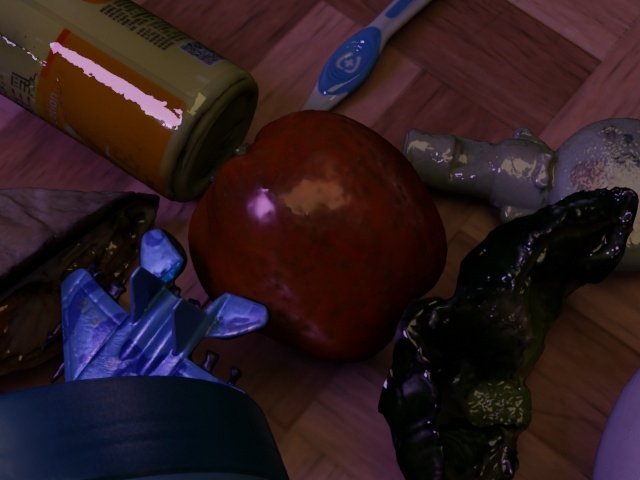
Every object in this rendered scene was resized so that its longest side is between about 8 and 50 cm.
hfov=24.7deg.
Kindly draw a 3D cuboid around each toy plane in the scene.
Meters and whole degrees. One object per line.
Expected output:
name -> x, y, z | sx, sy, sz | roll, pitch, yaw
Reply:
toy plane -> -0.143, 0.119, 0.987 | 0.169, 0.078, 0.246 | 34, 96, 23

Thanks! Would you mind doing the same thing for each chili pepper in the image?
chili pepper -> 0.116, 0.076, 1.033 | 0.116, 0.148, 0.264 | 27, 65, 7

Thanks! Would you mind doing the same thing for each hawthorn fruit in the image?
hawthorn fruit -> 0.000, 0.000, 1.048 | 0.189, 0.189, 0.189 | 3, 60, -6

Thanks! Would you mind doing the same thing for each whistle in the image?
whistle -> 0.190, -0.043, 1.156 | 0.258, 0.067, 0.126 | 11, 72, 4

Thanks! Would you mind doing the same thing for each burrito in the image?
burrito -> -0.287, 0.025, 1.019 | 0.348, 0.107, 0.175 | 3, 44, -10

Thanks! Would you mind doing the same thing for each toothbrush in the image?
toothbrush -> 0.030, -0.148, 1.216 | 0.040, 0.040, 0.386 | 36, 58, 13

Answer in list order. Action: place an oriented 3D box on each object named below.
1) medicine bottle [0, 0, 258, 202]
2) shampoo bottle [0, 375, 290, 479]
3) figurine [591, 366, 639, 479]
medicine bottle -> -0.173, -0.133, 1.124 | 0.239, 0.124, 0.124 | 31, 61, 14
shampoo bottle -> -0.130, 0.296, 0.761 | 0.331, 0.331, 0.342 | -14, 63, -15
figurine -> 0.251, 0.200, 0.924 | 0.211, 0.253, 0.361 | 27, 67, 27
